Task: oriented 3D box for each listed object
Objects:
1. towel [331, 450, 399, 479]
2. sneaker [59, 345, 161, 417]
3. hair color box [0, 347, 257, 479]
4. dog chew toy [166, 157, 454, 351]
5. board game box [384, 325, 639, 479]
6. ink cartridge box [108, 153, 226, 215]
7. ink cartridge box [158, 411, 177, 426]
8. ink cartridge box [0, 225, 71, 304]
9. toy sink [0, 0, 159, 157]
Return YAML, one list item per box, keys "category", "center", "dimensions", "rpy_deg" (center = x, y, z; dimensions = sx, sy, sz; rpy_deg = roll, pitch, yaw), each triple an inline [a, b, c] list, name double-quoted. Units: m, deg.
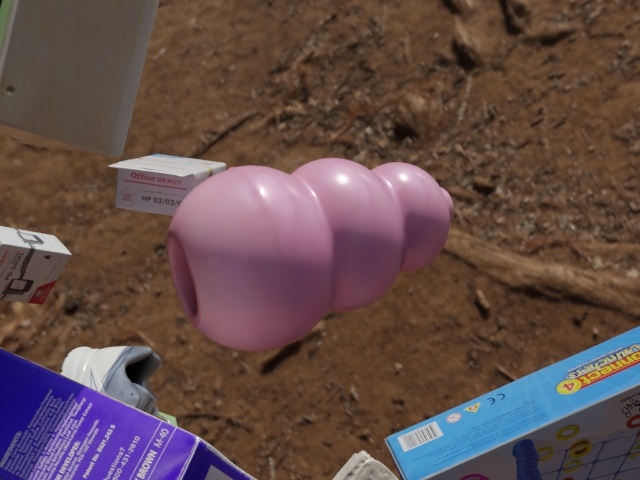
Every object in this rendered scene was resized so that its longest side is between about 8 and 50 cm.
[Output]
- category: "towel"
  center: [0.103, 0.503, 1.666]
  dimensions: [0.187, 0.282, 0.049]
  rpy_deg: [-44, 8, -23]
- category: "sneaker"
  center: [-0.278, 0.243, 1.291]
  dimensions: [0.129, 0.111, 0.297]
  rpy_deg: [-16, 44, 15]
- category: "hair color box"
  center: [-0.232, 0.188, 0.918]
  dimensions: [0.339, 0.185, 0.110]
  rpy_deg: [17, 70, 24]
- category: "dog chew toy"
  center: [0.000, 0.000, 1.146]
  dimensions: [0.331, 0.207, 0.206]
  rpy_deg: [-15, 33, -21]
- category: "board game box"
  center: [0.258, 0.265, 0.959]
  dimensions: [0.308, 0.302, 0.086]
  rpy_deg: [-24, 21, -2]
- category: "ink cartridge box"
  center: [-0.200, -0.071, 1.322]
  dimensions: [0.104, 0.062, 0.181]
  rpy_deg: [8, 10, 10]
- category: "ink cartridge box"
  center: [-0.360, 0.458, 2.184]
  dimensions: [0.062, 0.109, 0.209]
  rpy_deg: [-54, 30, 20]
- category: "ink cartridge box"
  center: [-0.502, 0.041, 1.652]
  dimensions: [0.063, 0.150, 0.109]
  rpy_deg: [41, 105, 30]
- category: "toy sink"
  center: [-0.270, -0.170, 0.910]
  dimensions: [0.234, 0.131, 0.153]
  rpy_deg: [14, 90, 51]
